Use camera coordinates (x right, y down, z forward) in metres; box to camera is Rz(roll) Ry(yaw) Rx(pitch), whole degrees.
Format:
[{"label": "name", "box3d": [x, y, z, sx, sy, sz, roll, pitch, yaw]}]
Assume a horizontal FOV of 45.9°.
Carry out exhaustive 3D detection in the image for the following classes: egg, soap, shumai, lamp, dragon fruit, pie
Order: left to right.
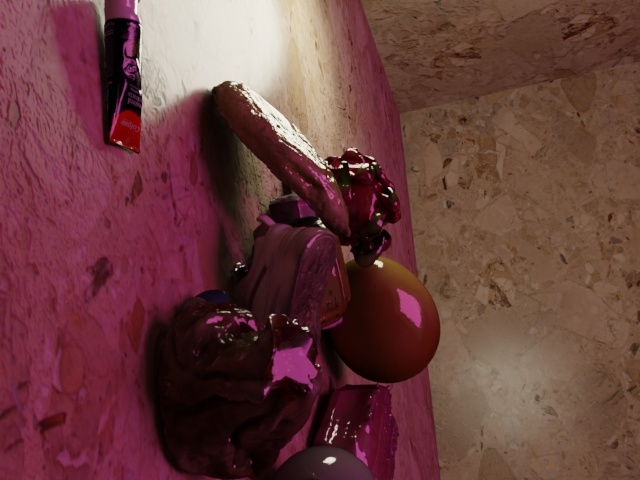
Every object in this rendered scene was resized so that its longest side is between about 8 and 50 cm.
[{"label": "shumai", "box3d": [-0.095, 0.187, 0.885, 0.185, 0.184, 0.218, -179, -83, -68]}, {"label": "pie", "box3d": [-0.056, -0.148, 1.273, 0.337, 0.075, 0.337, 48, 7, -8]}, {"label": "lamp", "box3d": [-0.032, 0.060, 1.326, 0.161, 0.161, 0.184, -54, 134, -71]}, {"label": "egg", "box3d": [0.008, 0.411, 1.175, 0.232, 0.176, 0.176, 65, 19, -65]}, {"label": "soap", "box3d": [0.077, 0.420, 1.544, 0.325, 0.128, 0.220, -68, 144, -64]}, {"label": "dragon fruit", "box3d": [0.082, -0.068, 1.584, 0.272, 0.198, 0.218, 57, -35, 19]}, {"label": "egg", "box3d": [0.136, 0.176, 1.703, 0.250, 0.250, 0.322, -84, 152, -49]}]

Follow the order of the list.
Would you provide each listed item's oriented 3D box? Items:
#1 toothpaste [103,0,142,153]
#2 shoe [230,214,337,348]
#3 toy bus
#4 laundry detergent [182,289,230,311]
[{"label": "toothpaste", "box3d": [-0.239, -0.205, 0.925, 0.071, 0.045, 0.193, 22, 64, -74]}, {"label": "shoe", "box3d": [-0.081, 0.095, 1.202, 0.124, 0.159, 0.316, -22, 136, -51]}, {"label": "toy bus", "box3d": [-0.032, 0.045, 1.465, 0.112, 0.090, 0.273, -27, 107, -69]}, {"label": "laundry detergent", "box3d": [-0.135, 0.132, 1.047, 0.206, 0.061, 0.096, 59, 37, -53]}]
